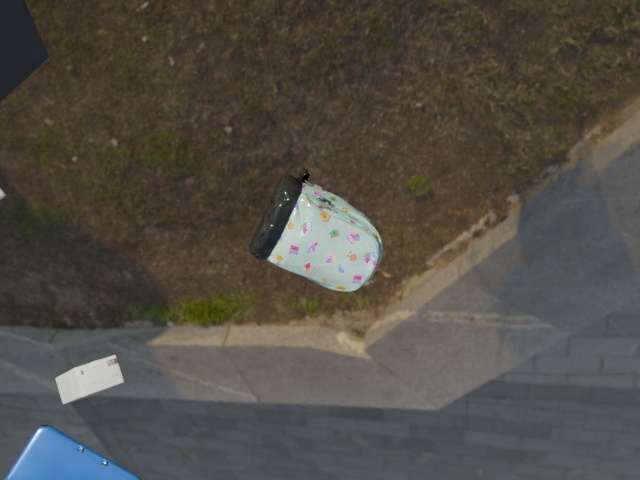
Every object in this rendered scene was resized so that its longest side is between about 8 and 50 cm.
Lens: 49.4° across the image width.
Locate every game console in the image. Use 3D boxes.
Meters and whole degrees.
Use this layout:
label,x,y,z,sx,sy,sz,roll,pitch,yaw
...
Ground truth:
label,x,y,z,sx,sy,sz,roll,pitch,yaw
game console,-0.605,0.624,1.672,0.293,0.173,0.250,30,136,1

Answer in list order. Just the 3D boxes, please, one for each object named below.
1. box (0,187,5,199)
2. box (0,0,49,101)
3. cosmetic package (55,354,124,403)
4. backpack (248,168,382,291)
label,x,y,z,sx,sy,sz,roll,pitch,yaw
box,-0.599,-0.121,1.055,0.182,0.119,0.181,20,143,52
box,-0.853,-0.411,1.481,0.396,0.293,0.211,5,134,18
cosmetic package,-0.630,0.381,1.890,0.117,0.085,0.231,-15,174,-34
backpack,0.000,0.000,1.018,0.182,0.115,0.151,25,110,-9
